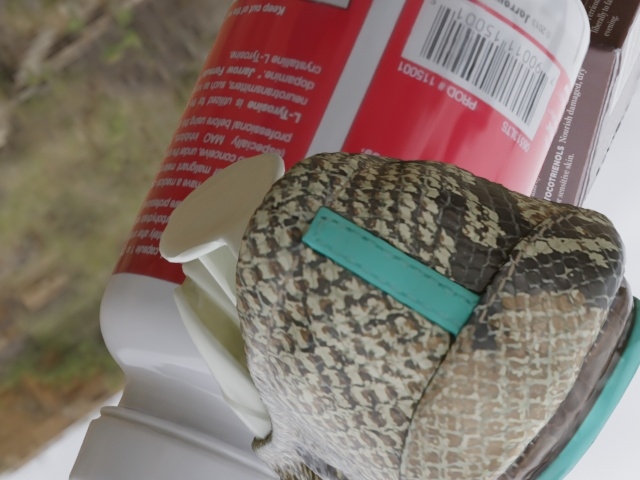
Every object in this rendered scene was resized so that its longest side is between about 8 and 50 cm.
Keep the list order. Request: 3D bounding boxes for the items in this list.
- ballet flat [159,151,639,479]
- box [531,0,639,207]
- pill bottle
[{"bbox_3d":[0.015,0.036,0.879,0.164,0.182,0.483,-57,177,-8],"label":"ballet flat"},{"bbox_3d":[0.139,-0.154,1.519,0.168,0.203,0.167,-58,163,-44],"label":"box"},{"bbox_3d":[0.000,0.000,1.273,0.408,0.229,0.229,-67,-163,-12],"label":"pill bottle"}]
